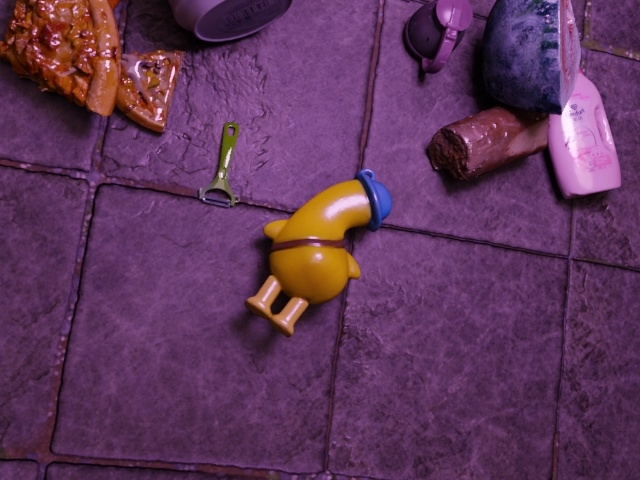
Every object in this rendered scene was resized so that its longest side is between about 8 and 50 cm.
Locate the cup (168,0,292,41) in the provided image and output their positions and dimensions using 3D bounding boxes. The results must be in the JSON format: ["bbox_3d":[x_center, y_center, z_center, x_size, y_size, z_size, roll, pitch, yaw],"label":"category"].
[{"bbox_3d":[-0.170,-0.564,1.165,0.323,0.237,0.327,-21,89,-46],"label":"cup"}]

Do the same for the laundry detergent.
[{"bbox_3d":[0.558,-0.264,1.372,0.159,0.088,0.335,-9,86,-20],"label":"laundry detergent"}]

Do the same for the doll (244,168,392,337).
[{"bbox_3d":[0.000,0.000,1.178,0.199,0.145,0.363,37,70,-3],"label":"doll"}]

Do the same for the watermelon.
[{"bbox_3d":[0.446,-0.367,1.215,0.213,0.320,0.290,2,58,-23],"label":"watermelon"}]

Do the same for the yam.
[{"bbox_3d":[0.352,-0.210,1.293,0.238,0.128,0.129,-21,91,-15],"label":"yam"}]

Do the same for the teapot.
[{"bbox_3d":[0.237,-0.428,1.277,0.116,0.146,0.148,40,77,-7],"label":"teapot"}]

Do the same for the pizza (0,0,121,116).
[{"bbox_3d":[-0.467,-0.358,1.096,0.226,0.086,0.336,-20,89,3],"label":"pizza"}]

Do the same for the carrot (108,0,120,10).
[{"bbox_3d":[-0.425,-0.405,1.155,0.061,0.061,0.257,28,81,-10],"label":"carrot"}]

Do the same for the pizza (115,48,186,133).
[{"bbox_3d":[-0.314,-0.297,1.181,0.176,0.036,0.185,-33,93,-15],"label":"pizza"}]

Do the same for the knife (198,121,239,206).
[{"bbox_3d":[-0.180,-0.149,1.207,0.078,0.022,0.166,13,82,-18],"label":"knife"}]
